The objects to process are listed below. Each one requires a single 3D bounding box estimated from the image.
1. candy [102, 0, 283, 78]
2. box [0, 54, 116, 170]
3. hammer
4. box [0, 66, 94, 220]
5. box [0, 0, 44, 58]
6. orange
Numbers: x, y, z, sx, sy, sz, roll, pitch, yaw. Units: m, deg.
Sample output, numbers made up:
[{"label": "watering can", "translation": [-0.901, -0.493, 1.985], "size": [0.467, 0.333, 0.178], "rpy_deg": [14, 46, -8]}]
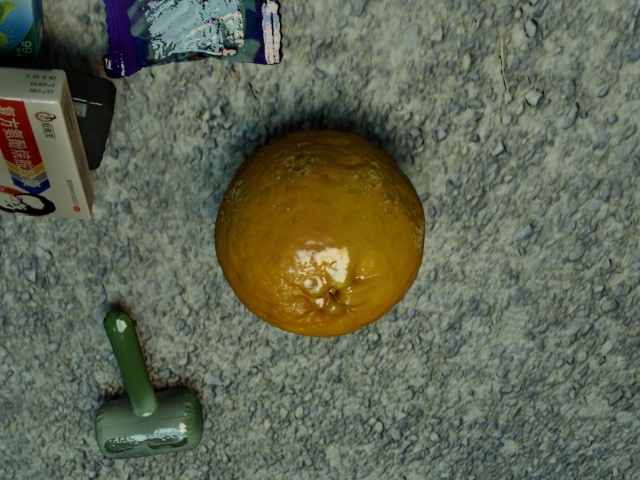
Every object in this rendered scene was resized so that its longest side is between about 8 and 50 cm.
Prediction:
[{"label": "candy", "translation": [-0.194, -0.318, 1.652], "size": [0.275, 0.070, 0.145], "rpy_deg": [-4, 120, 1]}, {"label": "box", "translation": [-0.492, -0.201, 1.676], "size": [0.350, 0.058, 0.211], "rpy_deg": [9, 151, -13]}, {"label": "hammer", "translation": [-0.342, 0.261, 2.076], "size": [0.206, 0.119, 0.336], "rpy_deg": [-9, 122, 2]}, {"label": "box", "translation": [-0.466, -0.139, 1.667], "size": [0.214, 0.069, 0.353], "rpy_deg": [4, 155, -2]}, {"label": "box", "translation": [-0.474, -0.361, 1.588], "size": [0.139, 0.073, 0.194], "rpy_deg": [2, 128, -4]}, {"label": "orange", "translation": [0.000, 0.000, 1.770], "size": [0.340, 0.293, 0.341], "rpy_deg": [-1, 130, -2]}]
